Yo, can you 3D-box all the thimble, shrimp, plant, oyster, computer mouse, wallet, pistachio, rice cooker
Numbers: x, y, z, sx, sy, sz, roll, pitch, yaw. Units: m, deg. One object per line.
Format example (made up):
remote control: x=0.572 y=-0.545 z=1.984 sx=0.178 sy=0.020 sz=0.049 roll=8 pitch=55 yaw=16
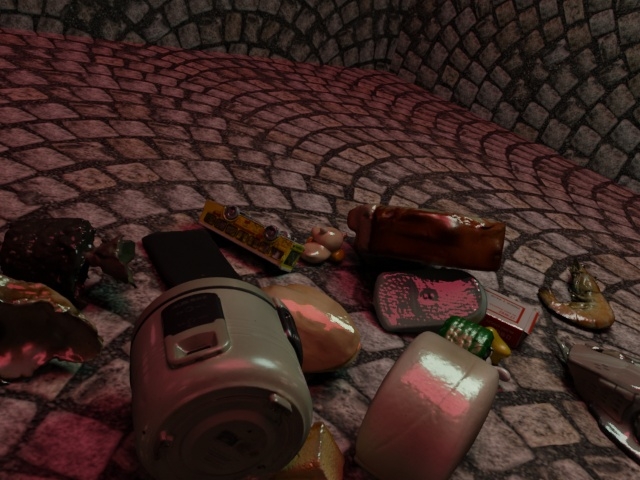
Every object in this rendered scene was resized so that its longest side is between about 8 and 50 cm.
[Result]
thimble: x=0.236 y=0.195 z=1.050 sx=0.090 sy=0.118 sz=0.130 roll=24 pitch=45 yaw=23
shrimp: x=0.608 y=0.119 z=1.506 sx=0.169 sy=0.058 sz=0.296 roll=14 pitch=29 yaw=0
plant: x=-0.399 y=0.034 z=0.996 sx=0.203 sy=0.131 sz=0.142 roll=4 pitch=26 yaw=-4
oyster: x=-0.472 y=0.111 z=0.810 sx=0.342 sy=0.166 sz=0.110 roll=-7 pitch=40 yaw=-10
computer mouse: x=0.215 y=0.121 z=1.216 sx=0.231 sy=0.079 sz=0.127 roll=0 pitch=63 yaw=-3
wallet: x=-0.230 y=0.057 z=1.166 sx=0.146 sy=0.030 sz=0.285 roll=-6 pitch=32 yaw=-33
computer mouse: x=0.579 y=0.272 z=1.116 sx=0.200 sy=0.114 sz=0.389 roll=4 pitch=29 yaw=-30
pistachio: x=-0.034 y=0.150 z=1.009 sx=0.201 sy=0.117 sz=0.145 roll=28 pitch=65 yaw=7
rice cooker: x=-0.129 y=0.170 z=0.778 sx=0.226 sy=0.225 sz=0.244 roll=7 pitch=26 yaw=-19

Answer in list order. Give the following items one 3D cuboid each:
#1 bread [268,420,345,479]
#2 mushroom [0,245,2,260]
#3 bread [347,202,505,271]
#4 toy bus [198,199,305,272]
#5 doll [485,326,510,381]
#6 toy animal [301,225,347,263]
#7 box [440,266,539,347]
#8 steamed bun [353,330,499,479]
bread: x=-0.032 y=0.301 z=0.810 sx=0.109 sy=0.080 sz=0.084 roll=-18 pitch=25 yaw=10
mushroom: x=-0.684 y=-0.032 z=1.006 sx=0.352 sy=0.097 sz=0.109 roll=19 pitch=26 yaw=-1
bread: x=0.235 y=-0.006 z=1.318 sx=0.295 sy=0.114 sz=0.328 roll=9 pitch=-1 yaw=-25
toy bus: x=-0.145 y=-0.016 z=1.287 sx=0.226 sy=0.074 sz=0.081 roll=27 pitch=-2 yaw=19
doll: x=0.298 y=0.209 z=1.136 sx=0.113 sy=0.071 sz=0.135 roll=-10 pitch=40 yaw=-29
toy animal: x=0.000 y=0.000 z=1.351 sx=0.114 sy=0.081 sz=0.091 roll=-6 pitch=32 yaw=-36
box: x=0.335 y=0.139 z=1.306 sx=0.230 sy=0.050 sz=0.123 roll=26 pitch=28 yaw=20
steamed bun: x=0.161 y=0.235 z=0.885 sx=0.146 sy=0.164 sz=0.242 roll=28 pitch=28 yaw=19
